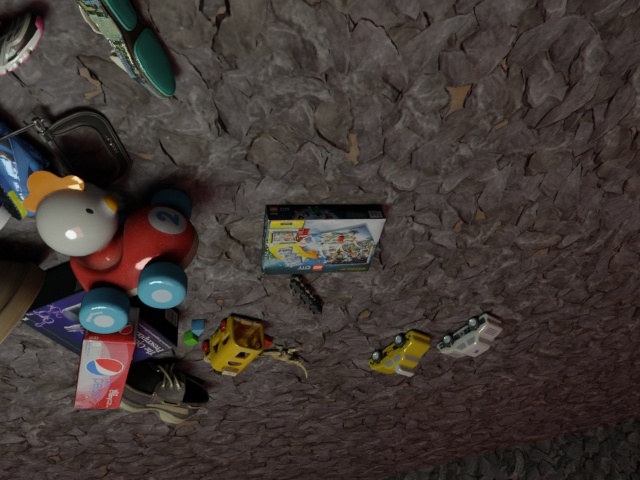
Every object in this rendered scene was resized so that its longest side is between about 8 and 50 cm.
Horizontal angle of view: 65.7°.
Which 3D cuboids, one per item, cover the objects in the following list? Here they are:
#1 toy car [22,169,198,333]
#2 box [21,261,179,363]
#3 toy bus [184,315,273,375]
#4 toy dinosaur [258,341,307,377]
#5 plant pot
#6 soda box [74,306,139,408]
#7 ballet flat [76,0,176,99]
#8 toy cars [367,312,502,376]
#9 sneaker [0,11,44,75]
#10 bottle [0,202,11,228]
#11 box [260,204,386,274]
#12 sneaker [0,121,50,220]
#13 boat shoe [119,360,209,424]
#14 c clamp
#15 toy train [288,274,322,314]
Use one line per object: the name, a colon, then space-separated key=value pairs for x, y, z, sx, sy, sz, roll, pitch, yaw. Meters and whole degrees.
toy car: x=-0.332 y=-0.023 z=0.762 sx=0.210 sy=0.219 sz=0.238 roll=-23 pitch=135 yaw=10
box: x=-0.440 y=0.152 z=1.016 sx=0.184 sy=0.103 sz=0.261 roll=-19 pitch=139 yaw=10
toy bus: x=-0.219 y=0.273 z=1.201 sx=0.190 sy=0.105 sz=0.202 roll=-14 pitch=138 yaw=2
toy dinosaur: x=-0.085 y=0.314 z=1.335 sx=0.183 sy=0.053 sz=0.092 roll=28 pitch=140 yaw=-28
plant pot: x=-0.598 y=0.114 z=0.840 sx=0.237 sy=0.237 sz=0.110 roll=-31 pitch=124 yaw=20
soda box: x=-0.422 y=0.234 z=0.971 sx=0.092 sy=0.084 sz=0.263 roll=9 pitch=134 yaw=-22
ballet flat: x=-0.256 y=-0.265 z=0.640 sx=0.070 sy=0.070 sz=0.188 roll=-17 pitch=137 yaw=5
toy cars: x=0.330 y=0.316 z=1.403 sx=0.393 sy=0.087 sz=0.177 roll=-14 pitch=139 yaw=0
sneaker: x=-0.423 y=-0.244 z=0.607 sx=0.170 sy=0.063 sz=0.075 roll=-18 pitch=145 yaw=13
bottle: x=-0.588 y=-0.102 z=0.699 sx=0.118 sy=0.092 sz=0.283 roll=-29 pitch=136 yaw=15
box: x=0.000 y=0.000 z=1.001 sx=0.232 sy=0.044 sz=0.159 roll=-1 pitch=137 yaw=-14
sneaker: x=-0.463 y=-0.133 z=0.732 sx=0.082 sy=0.069 sz=0.210 roll=-43 pitch=136 yaw=-36
boat shoe: x=-0.403 y=0.358 z=1.249 sx=0.130 sy=0.132 sz=0.355 roll=-28 pitch=146 yaw=3
c clamp: x=-0.374 y=-0.132 z=0.758 sx=0.137 sy=0.022 sz=0.161 roll=-33 pitch=141 yaw=-9
toy train: x=-0.031 y=0.123 z=1.135 sx=0.027 sy=0.036 sz=0.158 roll=-4 pitch=145 yaw=24
